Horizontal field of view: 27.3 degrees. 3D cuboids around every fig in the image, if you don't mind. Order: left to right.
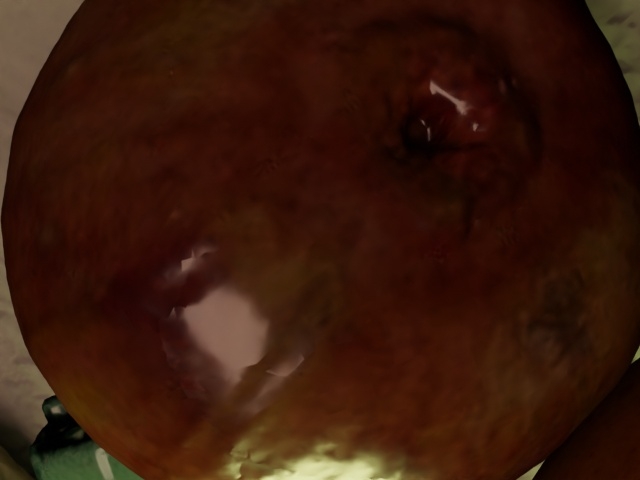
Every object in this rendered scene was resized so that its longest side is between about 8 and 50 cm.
[{"bbox_3d":[-0.001,-0.001,0.405,0.205,0.205,0.205,8,124,13],"label":"fig"}]

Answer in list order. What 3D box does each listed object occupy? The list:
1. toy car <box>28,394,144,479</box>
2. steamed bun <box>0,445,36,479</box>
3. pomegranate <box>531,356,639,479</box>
[{"bbox_3d":[-0.002,0.192,0.574,0.141,0.097,0.320,-13,117,24],"label":"toy car"},{"bbox_3d":[-0.222,0.194,0.614,0.239,0.152,0.170,-21,112,25],"label":"steamed bun"},{"bbox_3d":[0.177,0.148,0.382,0.264,0.264,0.264,8,124,13],"label":"pomegranate"}]
